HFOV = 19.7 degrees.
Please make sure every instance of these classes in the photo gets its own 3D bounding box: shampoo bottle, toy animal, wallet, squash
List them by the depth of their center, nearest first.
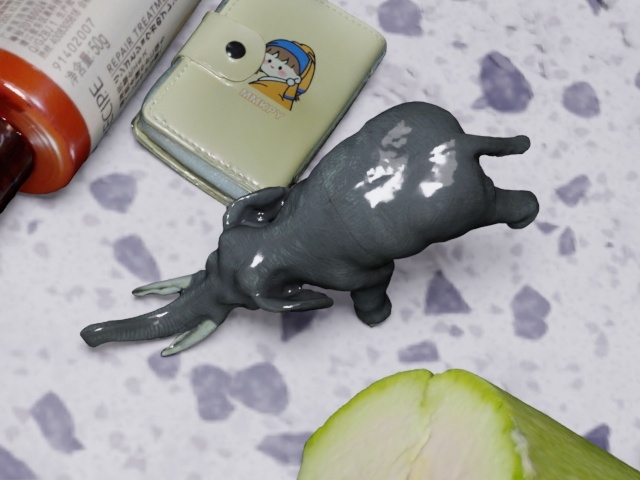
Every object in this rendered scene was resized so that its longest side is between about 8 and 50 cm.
[{"bbox_3d":[0.150,0.233,1.023,0.309,0.210,0.234,34,51,-30],"label":"squash"},{"bbox_3d":[0.001,0.003,1.074,0.269,0.137,0.082,-29,70,15],"label":"toy animal"},{"bbox_3d":[-0.164,-0.102,1.096,0.104,0.104,0.278,30,58,2],"label":"shampoo bottle"},{"bbox_3d":[-0.039,-0.096,1.167,0.110,0.039,0.155,34,58,1],"label":"wallet"}]
